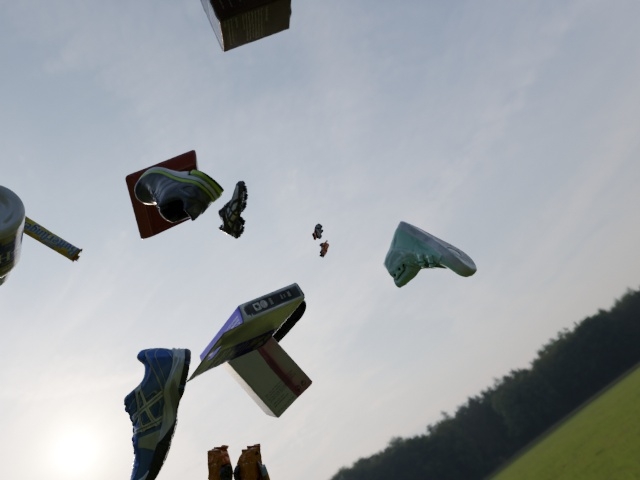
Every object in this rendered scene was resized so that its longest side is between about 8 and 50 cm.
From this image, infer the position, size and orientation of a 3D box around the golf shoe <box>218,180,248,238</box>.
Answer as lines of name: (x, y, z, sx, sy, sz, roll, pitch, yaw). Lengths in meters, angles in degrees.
golf shoe: (-0.288, -0.103, 1.825, 0.077, 0.093, 0.198, -54, -23, -65)

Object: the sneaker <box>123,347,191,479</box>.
sneaker: (-0.251, 0.260, 0.834, 0.081, 0.211, 0.080, 13, -19, -9)

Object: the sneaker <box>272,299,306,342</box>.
sneaker: (-0.137, 0.300, 2.061, 0.232, 0.081, 0.090, -50, 0, -15)

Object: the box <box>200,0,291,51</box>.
box: (-0.200, -0.634, 1.482, 0.203, 0.167, 0.168, -23, -7, -10)

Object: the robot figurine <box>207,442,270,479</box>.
robot figurine: (-0.206, 0.686, 1.474, 0.210, 0.291, 0.085, -9, -5, 21)

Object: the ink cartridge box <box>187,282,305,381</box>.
ink cartridge box: (-0.155, 0.179, 1.106, 0.208, 0.045, 0.206, -20, -23, -45)

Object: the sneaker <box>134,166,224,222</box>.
sneaker: (-0.389, -0.113, 1.450, 0.111, 0.299, 0.121, 56, -128, -36)

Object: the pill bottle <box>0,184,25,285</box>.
pill bottle: (-0.561, 0.002, 0.947, 0.111, 0.112, 0.187, -13, -27, -38)

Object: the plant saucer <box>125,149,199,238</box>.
plant saucer: (-0.504, -0.145, 1.907, 0.259, 0.047, 0.259, -28, -44, -30)

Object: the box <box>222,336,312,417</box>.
box: (-0.154, 0.318, 1.436, 0.127, 0.232, 0.148, -42, 2, -21)

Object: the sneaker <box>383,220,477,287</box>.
sneaker: (0.258, 0.067, 1.374, 0.094, 0.256, 0.151, 16, -78, -40)

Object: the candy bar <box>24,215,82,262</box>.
candy bar: (-0.594, -0.007, 1.231, 0.161, 0.040, 0.018, 37, -34, -25)

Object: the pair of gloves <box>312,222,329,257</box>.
pair of gloves: (0.000, 0.000, 1.471, 0.010, 0.083, 0.074, -12, 22, 22)
